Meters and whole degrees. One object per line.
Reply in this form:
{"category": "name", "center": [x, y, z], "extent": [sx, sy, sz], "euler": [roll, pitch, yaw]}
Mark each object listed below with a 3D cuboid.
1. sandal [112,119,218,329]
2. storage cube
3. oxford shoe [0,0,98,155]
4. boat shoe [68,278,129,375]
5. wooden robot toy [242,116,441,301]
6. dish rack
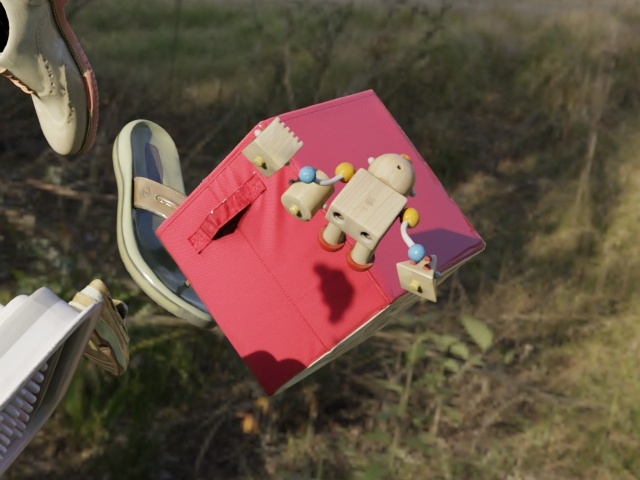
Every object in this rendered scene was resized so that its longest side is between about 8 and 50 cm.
{"category": "sandal", "center": [-0.174, -0.034, 1.342], "extent": [0.120, 0.086, 0.303], "euler": [26, 38, -48]}
{"category": "storage cube", "center": [0.000, 0.000, 1.086], "extent": [0.193, 0.183, 0.215], "euler": [54, 37, 7]}
{"category": "oxford shoe", "center": [-0.442, -0.279, 1.726], "extent": [0.140, 0.397, 0.146], "euler": [24, 49, 35]}
{"category": "boat shoe", "center": [-0.263, 0.108, 1.436], "extent": [0.068, 0.072, 0.190], "euler": [25, -24, 11]}
{"category": "wooden robot toy", "center": [0.032, -0.034, 0.828], "extent": [0.173, 0.079, 0.076], "euler": [36, -27, 5]}
{"category": "dish rack", "center": [-0.298, 0.181, 0.831], "extent": [0.072, 0.285, 0.333], "euler": [38, 57, 1]}
